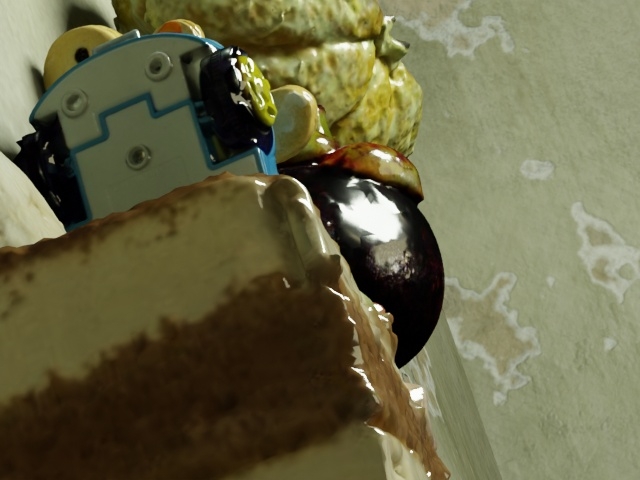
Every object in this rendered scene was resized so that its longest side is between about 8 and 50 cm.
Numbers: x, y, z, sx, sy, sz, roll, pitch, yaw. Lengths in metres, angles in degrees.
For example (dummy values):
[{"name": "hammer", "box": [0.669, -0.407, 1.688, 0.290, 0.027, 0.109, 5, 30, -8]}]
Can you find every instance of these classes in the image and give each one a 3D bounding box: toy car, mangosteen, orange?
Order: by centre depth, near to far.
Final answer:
[{"name": "toy car", "box": [-0.091, 0.002, 1.184, 0.314, 0.198, 0.166, 71, 14, 16]}, {"name": "mangosteen", "box": [0.000, 0.000, 1.372, 0.211, 0.211, 0.250, 49, 38, -62]}, {"name": "orange", "box": [-0.070, -0.146, 1.538, 0.210, 0.271, 0.369, -59, 146, -18]}]

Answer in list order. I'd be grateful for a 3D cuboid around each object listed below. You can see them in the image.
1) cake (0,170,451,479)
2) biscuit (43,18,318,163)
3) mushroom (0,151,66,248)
[{"name": "cake", "box": [-0.066, 0.155, 0.838, 0.256, 0.282, 0.290, 63, 5, -63]}, {"name": "biscuit", "box": [-0.122, -0.095, 1.289, 0.234, 0.153, 0.030, 31, 12, 20]}, {"name": "mushroom", "box": [-0.196, 0.010, 0.947, 0.351, 0.095, 0.123, 50, 38, -55]}]
